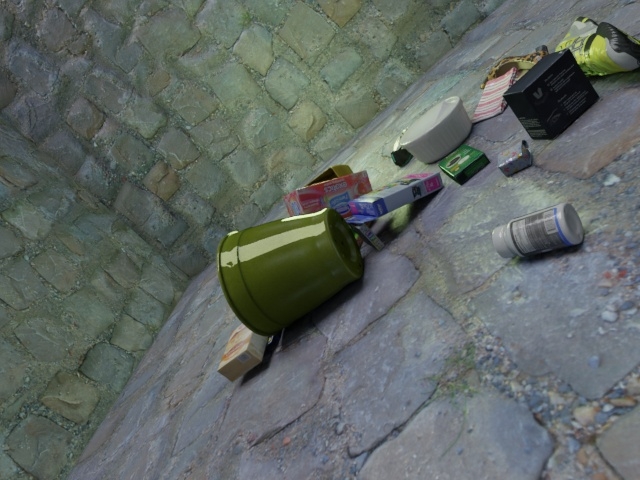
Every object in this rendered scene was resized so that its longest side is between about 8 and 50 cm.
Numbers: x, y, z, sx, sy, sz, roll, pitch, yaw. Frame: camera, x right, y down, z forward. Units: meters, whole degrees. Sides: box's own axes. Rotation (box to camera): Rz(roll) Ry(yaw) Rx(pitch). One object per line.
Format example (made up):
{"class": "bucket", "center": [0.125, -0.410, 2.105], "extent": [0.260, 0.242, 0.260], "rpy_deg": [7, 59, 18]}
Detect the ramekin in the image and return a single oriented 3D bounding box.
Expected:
{"class": "ramekin", "center": [0.449, -0.413, 1.570], "extent": [0.273, 0.127, 0.273], "rpy_deg": [-40, 16, 14]}

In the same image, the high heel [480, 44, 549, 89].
{"class": "high heel", "center": [0.710, -0.618, 1.516], "extent": [0.261, 0.093, 0.186], "rpy_deg": [-25, 24, 38]}

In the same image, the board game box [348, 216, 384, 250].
{"class": "board game box", "center": [0.147, -0.024, 1.364], "extent": [0.026, 0.103, 0.154], "rpy_deg": [-44, 16, -1]}

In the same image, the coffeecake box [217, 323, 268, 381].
{"class": "coffeecake box", "center": [-0.243, 0.342, 1.335], "extent": [0.142, 0.068, 0.185], "rpy_deg": [-39, 19, 22]}

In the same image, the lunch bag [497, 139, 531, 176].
{"class": "lunch bag", "center": [0.508, -0.218, 1.070], "extent": [0.071, 0.053, 0.083], "rpy_deg": [-31, 30, 45]}

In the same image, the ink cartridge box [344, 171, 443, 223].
{"class": "ink cartridge box", "center": [0.224, -0.143, 1.354], "extent": [0.311, 0.065, 0.186], "rpy_deg": [-27, 14, -15]}

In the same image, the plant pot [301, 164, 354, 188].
{"class": "plant pot", "center": [0.079, -0.235, 1.915], "extent": [0.212, 0.212, 0.187], "rpy_deg": [-31, 8, 39]}

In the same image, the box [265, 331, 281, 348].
{"class": "box", "center": [-0.188, 0.319, 1.432], "extent": [0.136, 0.036, 0.225], "rpy_deg": [-38, 18, 21]}

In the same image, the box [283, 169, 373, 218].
{"class": "box", "center": [0.039, -0.141, 1.512], "extent": [0.300, 0.153, 0.142], "rpy_deg": [-19, 3, -25]}

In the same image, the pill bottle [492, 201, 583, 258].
{"class": "pill bottle", "center": [0.401, -0.013, 0.765], "extent": [0.137, 0.078, 0.078], "rpy_deg": [-24, 25, 50]}

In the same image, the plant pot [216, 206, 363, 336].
{"class": "plant pot", "center": [-0.068, 0.072, 1.296], "extent": [0.353, 0.366, 0.366], "rpy_deg": [-25, 22, 20]}

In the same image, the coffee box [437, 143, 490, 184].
{"class": "coffee box", "center": [0.450, -0.245, 1.298], "extent": [0.113, 0.040, 0.184], "rpy_deg": [-40, 17, 13]}

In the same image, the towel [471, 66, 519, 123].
{"class": "towel", "center": [0.635, -0.528, 1.504], "extent": [0.196, 0.029, 0.144], "rpy_deg": [-64, 19, -13]}

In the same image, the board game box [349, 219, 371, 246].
{"class": "board game box", "center": [0.123, -0.024, 1.546], "extent": [0.124, 0.039, 0.259], "rpy_deg": [-29, 23, 40]}

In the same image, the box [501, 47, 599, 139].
{"class": "box", "center": [0.593, -0.373, 1.061], "extent": [0.156, 0.158, 0.093], "rpy_deg": [-43, 16, 3]}

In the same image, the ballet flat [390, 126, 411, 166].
{"class": "ballet flat", "center": [0.398, -0.447, 1.833], "extent": [0.095, 0.096, 0.280], "rpy_deg": [-21, 27, 55]}

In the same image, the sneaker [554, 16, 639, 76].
{"class": "sneaker", "center": [0.742, -0.492, 1.102], "extent": [0.147, 0.145, 0.384], "rpy_deg": [-59, 3, 33]}
